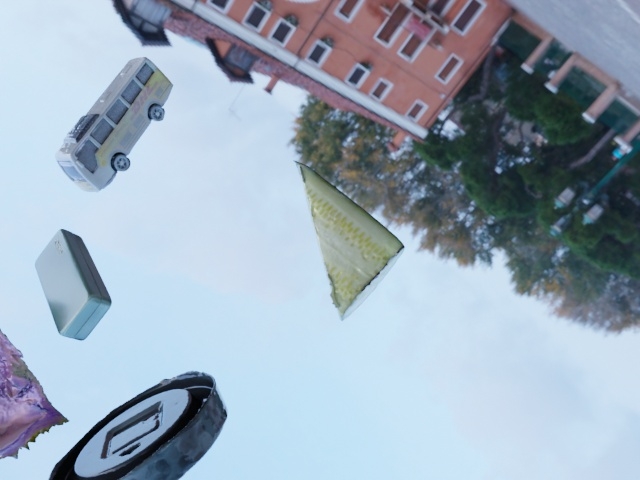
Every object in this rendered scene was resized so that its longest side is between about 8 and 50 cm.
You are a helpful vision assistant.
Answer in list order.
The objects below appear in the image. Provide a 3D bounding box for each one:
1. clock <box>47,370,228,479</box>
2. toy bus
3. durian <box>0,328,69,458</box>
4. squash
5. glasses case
[{"bbox_3d":[-0.315,0.352,1.100,0.067,0.325,0.325,62,-160,-14],"label":"clock"},{"bbox_3d":[-0.484,-0.278,1.495,0.097,0.342,0.138,8,149,40],"label":"toy bus"},{"bbox_3d":[-0.559,0.202,0.955,0.112,0.191,0.341,6,128,57],"label":"durian"},{"bbox_3d":[0.000,0.000,1.103,0.252,0.169,0.093,40,169,14],"label":"squash"},{"bbox_3d":[-0.366,0.061,0.919,0.039,0.078,0.184,31,-169,-46],"label":"glasses case"}]
